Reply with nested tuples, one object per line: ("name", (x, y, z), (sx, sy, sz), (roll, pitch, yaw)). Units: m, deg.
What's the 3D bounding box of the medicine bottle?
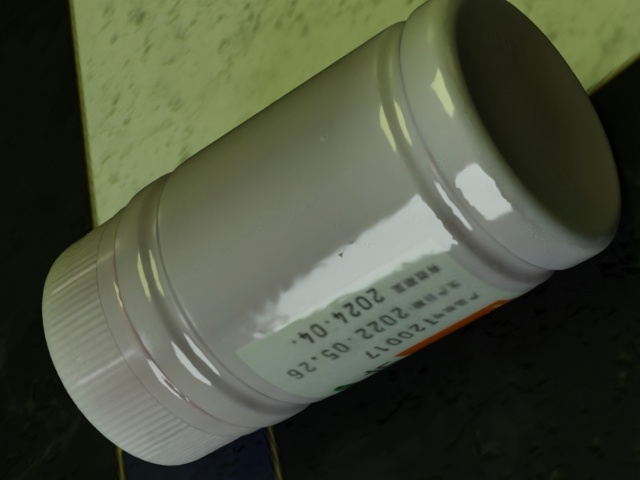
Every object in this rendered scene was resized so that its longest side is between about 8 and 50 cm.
("medicine bottle", (0.000, 0.000, 0.794), (0.250, 0.133, 0.133), (-30, 45, 29))
